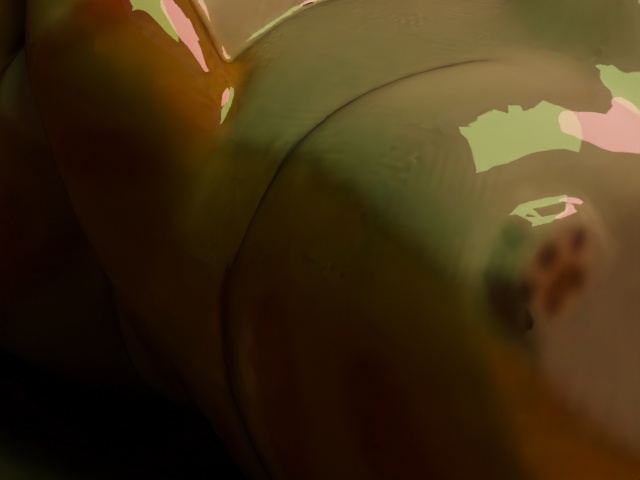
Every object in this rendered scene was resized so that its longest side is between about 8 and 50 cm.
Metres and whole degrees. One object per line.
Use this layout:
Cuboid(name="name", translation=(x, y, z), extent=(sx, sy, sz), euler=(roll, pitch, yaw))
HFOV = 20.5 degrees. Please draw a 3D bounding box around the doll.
Cuboid(name="doll", translation=(0.006, -0.010, 0.437), extent=(0.167, 0.162, 0.270), euler=(-29, 44, -32))
